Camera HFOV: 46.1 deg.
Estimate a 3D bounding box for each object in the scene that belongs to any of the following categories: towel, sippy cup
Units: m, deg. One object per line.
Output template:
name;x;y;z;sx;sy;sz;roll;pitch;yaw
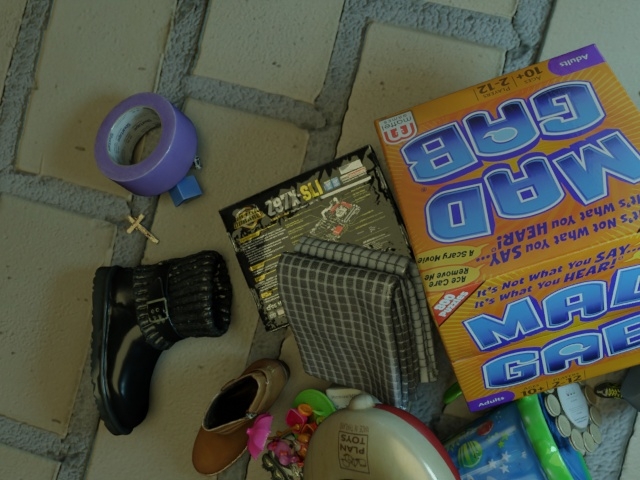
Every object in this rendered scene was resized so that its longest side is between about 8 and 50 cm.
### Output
towel;0.060;0.145;1.284;0.235;0.121;0.284;9;127;32
sippy cup;0.324;0.394;1.304;0.224;0.240;0.306;-28;60;18

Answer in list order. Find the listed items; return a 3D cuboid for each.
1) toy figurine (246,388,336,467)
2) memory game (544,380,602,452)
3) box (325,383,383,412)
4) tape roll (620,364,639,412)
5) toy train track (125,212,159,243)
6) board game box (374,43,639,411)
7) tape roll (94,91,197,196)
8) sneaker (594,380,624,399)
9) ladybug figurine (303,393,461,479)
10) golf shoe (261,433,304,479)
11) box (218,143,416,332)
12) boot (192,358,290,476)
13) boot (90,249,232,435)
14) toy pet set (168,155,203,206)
toy figurine;-0.050;0.354;1.322;0.173;0.159;0.130;40;120;36
memory game;0.436;0.278;1.309;0.012;0.186;0.186;-31;83;37
box;0.082;0.401;1.398;0.113;0.094;0.275;-8;87;10
tape roll;0.605;0.205;1.252;0.072;0.219;0.219;42;95;8
toy train track;-0.361;-0.022;1.528;0.083;0.014;0.048;41;88;3
board game box;0.327;-0.009;1.170;0.356;0.356;0.357;-18;49;8
tape roll;-0.339;-0.186;1.463;0.189;0.080;0.189;-8;69;21
sneaker;0.537;0.270;1.354;0.083;0.035;0.031;-2;87;9
ladybug figurine;0.125;0.451;1.222;0.305;0.162;0.450;-1;105;38
golf shoe;-0.018;0.455;1.423;0.198;0.077;0.094;44;95;7
box;0.000;0.000;1.434;0.322;0.079;0.257;-24;83;8
boot;-0.167;0.336;1.377;0.109;0.220;0.283;45;95;9
boot;-0.299;0.197;1.450;0.260;0.131;0.348;-4;87;9
toy pet set;-0.291;-0.125;1.492;0.122;0.065;0.114;-26;84;8
